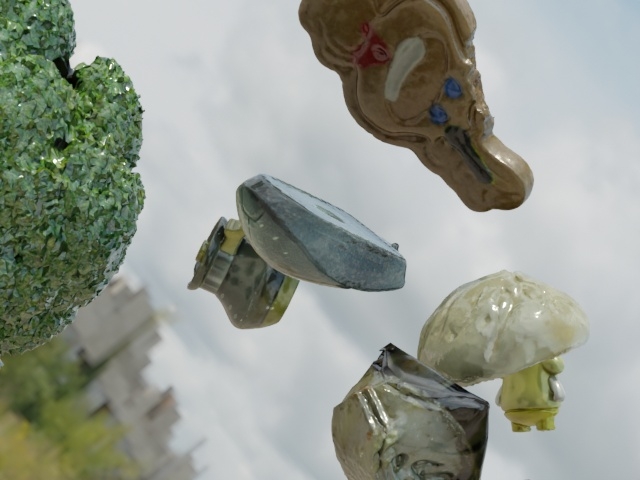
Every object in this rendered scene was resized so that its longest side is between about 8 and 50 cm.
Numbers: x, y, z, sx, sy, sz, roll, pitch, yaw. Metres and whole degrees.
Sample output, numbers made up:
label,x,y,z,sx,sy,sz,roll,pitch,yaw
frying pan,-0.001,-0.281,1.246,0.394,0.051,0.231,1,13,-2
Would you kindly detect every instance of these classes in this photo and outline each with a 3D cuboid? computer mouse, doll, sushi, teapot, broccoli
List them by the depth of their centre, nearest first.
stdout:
label,x,y,z,sx,sy,sz,roll,pitch,yaw
broccoli,-0.314,-0.044,1.622,0.321,0.310,0.413,-102,-160,-46
computer mouse,-0.004,0.004,1.628,0.113,0.068,0.229,41,10,37
sushi,0.084,0.255,1.829,0.134,0.109,0.273,28,-45,37
doll,0.237,0.135,2.050,0.106,0.062,0.162,-10,-102,51
teapot,-0.080,0.025,2.098,0.119,0.130,0.165,25,-42,-6

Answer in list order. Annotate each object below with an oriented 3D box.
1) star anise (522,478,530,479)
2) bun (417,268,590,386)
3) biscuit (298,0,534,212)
label,x,y,z,sx,sy,sz,roll,pitch,yaw
star anise,0.183,0.349,1.681,0.227,0.218,0.148,51,-31,23
bun,0.185,0.084,1.874,0.183,0.183,0.102,174,-102,-77
biscuit,0.105,-0.162,1.880,0.183,0.047,0.319,-30,-87,40
